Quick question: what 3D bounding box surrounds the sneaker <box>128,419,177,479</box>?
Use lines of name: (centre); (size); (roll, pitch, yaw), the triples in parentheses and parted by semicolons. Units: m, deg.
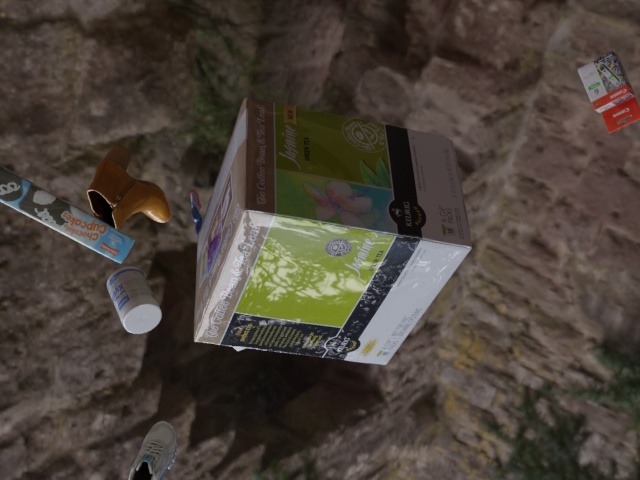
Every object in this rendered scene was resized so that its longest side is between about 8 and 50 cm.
sneaker: (-0.319, 0.419, 1.745); (0.071, 0.083, 0.190); (12, -130, 2)

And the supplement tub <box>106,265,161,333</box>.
supplement tub: (-0.323, 0.101, 1.594); (0.071, 0.071, 0.107); (-3, -143, -30)

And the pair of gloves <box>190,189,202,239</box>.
pair of gloves: (-0.229, 0.003, 1.867); (0.023, 0.198, 0.159); (-15, -138, -1)

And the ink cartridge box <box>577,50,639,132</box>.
ink cartridge box: (0.464, -0.237, 1.473); (0.029, 0.063, 0.115); (5, -117, -55)

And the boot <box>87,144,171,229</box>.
boot: (-0.517, -0.090, 2.465); (0.104, 0.295, 0.211); (-10, -137, 24)

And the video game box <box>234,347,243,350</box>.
video game box: (-0.102, 0.107, 1.900); (0.205, 0.048, 0.187); (-22, -128, 12)

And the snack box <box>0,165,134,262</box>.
snack box: (-0.529, -0.064, 1.773); (0.322, 0.060, 0.187); (32, 173, -28)

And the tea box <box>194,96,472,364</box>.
tea box: (0.000, 0.000, 1.372); (0.324, 0.329, 0.220); (9, -129, -17)
